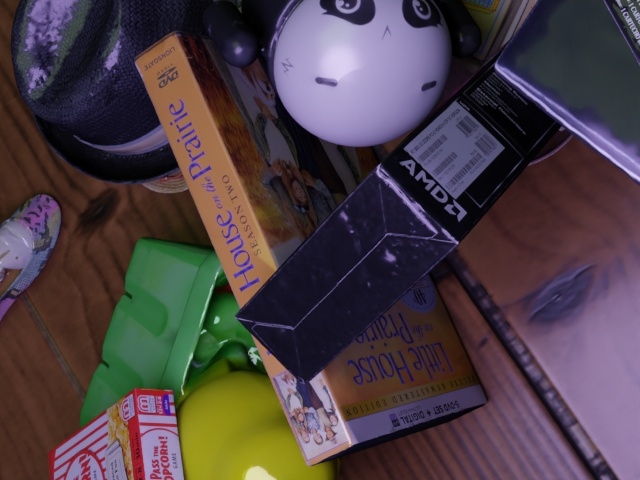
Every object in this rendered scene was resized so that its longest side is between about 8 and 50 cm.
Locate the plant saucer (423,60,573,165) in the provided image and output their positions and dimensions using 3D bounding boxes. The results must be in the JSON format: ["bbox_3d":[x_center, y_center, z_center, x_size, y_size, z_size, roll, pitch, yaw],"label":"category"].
[{"bbox_3d":[0.195,-0.171,1.423,0.198,0.036,0.198,-1,87,24],"label":"plant saucer"}]

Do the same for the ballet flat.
[{"bbox_3d":[-0.396,0.039,1.666,0.077,0.079,0.221,42,105,21],"label":"ballet flat"}]

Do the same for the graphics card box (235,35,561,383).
[{"bbox_3d":[0.100,-0.049,1.209,0.094,0.371,0.233,45,132,0],"label":"graphics card box"}]

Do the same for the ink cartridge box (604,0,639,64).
[{"bbox_3d":[0.234,-0.169,0.884,0.097,0.046,0.207,-30,76,21],"label":"ink cartridge box"}]

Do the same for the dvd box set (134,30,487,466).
[{"bbox_3d":[0.000,0.000,1.360,0.062,0.307,0.420,-30,76,27],"label":"dvd box set"}]

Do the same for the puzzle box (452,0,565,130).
[{"bbox_3d":[0.141,-0.328,1.353,0.409,0.052,0.272,36,126,21],"label":"puzzle box"}]

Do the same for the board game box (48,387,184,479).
[{"bbox_3d":[-0.198,0.245,1.319,0.193,0.045,0.147,-38,54,45],"label":"board game box"}]

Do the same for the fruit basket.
[{"bbox_3d":[-0.073,0.194,1.399,0.392,0.283,0.392,-6,80,38],"label":"fruit basket"}]

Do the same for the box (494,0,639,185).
[{"bbox_3d":[0.444,-0.222,1.071,0.297,0.472,0.480,40,105,21],"label":"box"}]

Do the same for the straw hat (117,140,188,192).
[{"bbox_3d":[-0.165,-0.122,1.574,0.144,0.061,0.144,-1,89,26],"label":"straw hat"}]

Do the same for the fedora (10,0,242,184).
[{"bbox_3d":[-0.227,-0.229,1.487,0.334,0.152,0.334,0,89,25],"label":"fedora"}]

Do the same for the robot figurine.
[{"bbox_3d":[0.020,-0.205,1.299,0.209,0.173,0.278,-37,33,9],"label":"robot figurine"}]
